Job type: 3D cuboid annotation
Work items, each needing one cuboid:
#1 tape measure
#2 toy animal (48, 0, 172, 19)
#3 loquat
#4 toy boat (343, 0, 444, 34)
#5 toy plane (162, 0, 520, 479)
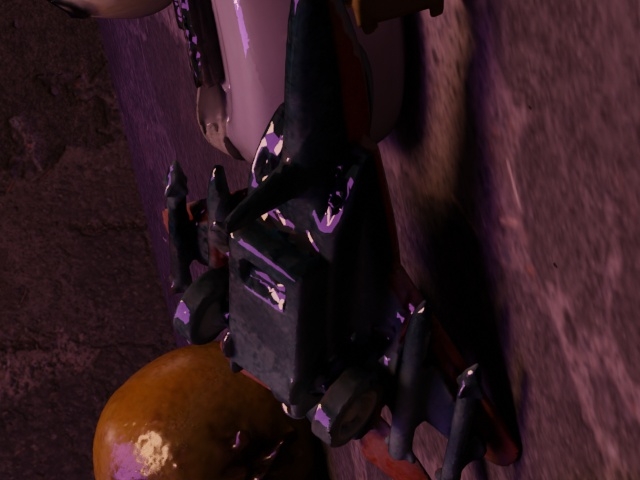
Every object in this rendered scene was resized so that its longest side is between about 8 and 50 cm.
[{"bbox_3d":[-0.028,-0.127,0.765,0.178,0.105,0.196,-129,28,-67],"label":"tape measure"},{"bbox_3d":[-0.101,-0.212,0.886,0.138,0.179,0.166,26,138,59],"label":"toy animal"},{"bbox_3d":[-0.099,0.197,1.385,0.213,0.213,0.213,166,90,-81],"label":"loquat"},{"bbox_3d":[0.008,-0.182,0.622,0.077,0.057,0.200,156,99,-85],"label":"toy boat"},{"bbox_3d":[-0.005,0.005,0.698,0.223,0.104,0.326,33,158,24],"label":"toy plane"}]
